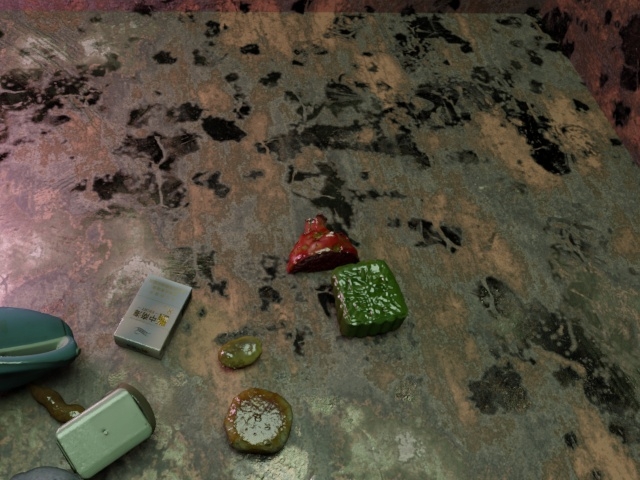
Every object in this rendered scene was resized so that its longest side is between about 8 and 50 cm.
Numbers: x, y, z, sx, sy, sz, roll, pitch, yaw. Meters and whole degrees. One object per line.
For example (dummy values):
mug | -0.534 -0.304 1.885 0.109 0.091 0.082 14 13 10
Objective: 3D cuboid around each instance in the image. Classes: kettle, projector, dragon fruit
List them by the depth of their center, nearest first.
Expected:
projector | -0.567 0.503 1.673 0.242 0.177 0.163 -33 90 -27
kettle | -0.837 0.303 1.722 0.342 0.247 0.319 -1 9 -40
dragon fruit | 0.000 0.000 2.188 0.262 0.134 0.211 -9 53 -16

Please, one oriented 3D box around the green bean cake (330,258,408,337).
green bean cake | 0.151 0.185 2.080 0.222 0.125 0.248 -8 56 -15

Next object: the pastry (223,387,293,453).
pastry | -0.177 0.518 1.799 0.193 0.093 0.182 15 55 0

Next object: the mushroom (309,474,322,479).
mushroom | -0.055 0.757 1.641 0.118 0.103 0.270 33 61 14

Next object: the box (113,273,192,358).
box | -0.517 0.234 1.965 0.155 0.067 0.243 16 52 4

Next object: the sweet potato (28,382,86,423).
sweet potato | -0.739 0.464 1.767 0.218 0.051 0.065 26 57 10

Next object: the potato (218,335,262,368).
potato | -0.246 0.344 1.928 0.138 0.070 0.091 -13 56 -20

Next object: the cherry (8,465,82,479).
cherry | -0.658 0.683 1.507 0.255 0.218 0.296 -45 58 5
